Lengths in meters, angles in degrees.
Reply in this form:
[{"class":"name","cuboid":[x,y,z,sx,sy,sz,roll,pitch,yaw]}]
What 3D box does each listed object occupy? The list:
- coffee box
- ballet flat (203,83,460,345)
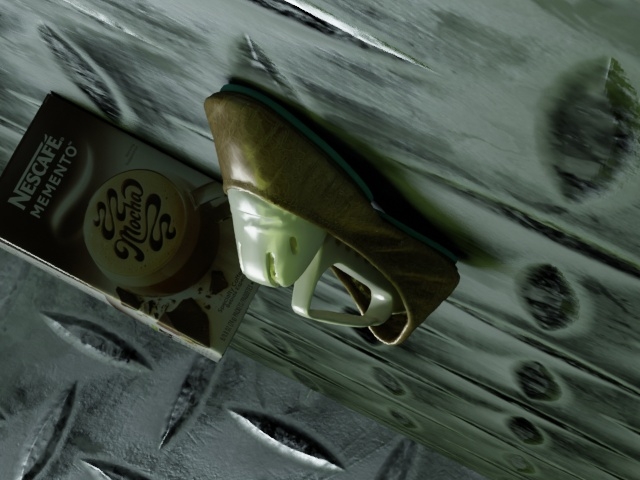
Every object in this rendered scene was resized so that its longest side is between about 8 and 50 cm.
[{"class":"coffee box","cuboid":[-0.201,-0.011,1.728,0.297,0.168,0.119,27,171,-1]},{"class":"ballet flat","cuboid":[0.000,0.000,1.349,0.116,0.124,0.342,20,167,39]}]
